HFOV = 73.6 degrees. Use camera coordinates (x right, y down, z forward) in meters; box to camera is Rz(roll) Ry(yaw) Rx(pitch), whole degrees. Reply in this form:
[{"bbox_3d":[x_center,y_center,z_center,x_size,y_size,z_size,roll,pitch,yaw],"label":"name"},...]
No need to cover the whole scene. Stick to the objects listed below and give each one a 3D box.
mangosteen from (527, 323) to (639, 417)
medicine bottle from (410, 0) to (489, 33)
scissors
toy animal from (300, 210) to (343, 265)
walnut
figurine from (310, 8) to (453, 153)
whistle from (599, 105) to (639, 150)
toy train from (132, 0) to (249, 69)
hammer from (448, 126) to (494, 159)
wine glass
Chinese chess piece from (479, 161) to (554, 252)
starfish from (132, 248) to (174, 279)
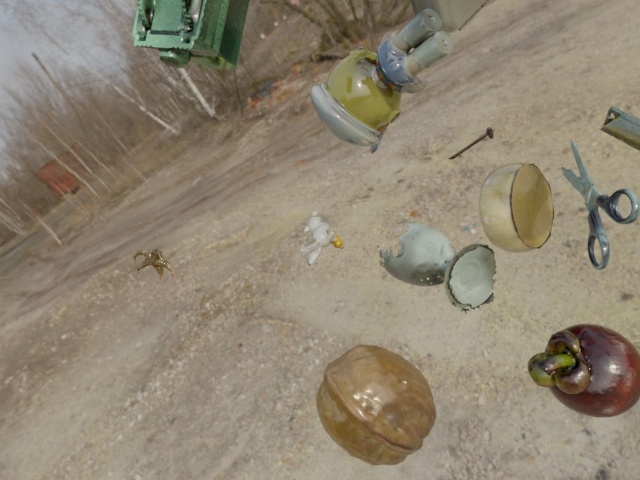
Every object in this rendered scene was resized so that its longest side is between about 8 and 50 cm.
[{"bbox_3d":[0.610,0.302,1.009,0.257,0.215,0.215,7,21,-14],"label":"mangosteen"},{"bbox_3d":[0.353,-0.714,1.092,0.122,0.282,0.375,17,55,43],"label":"medicine bottle"},{"bbox_3d":[0.762,-0.132,1.207,0.029,0.256,0.384,-1,49,6],"label":"scissors"},{"bbox_3d":[0.000,0.000,1.494,0.127,0.131,0.182,-28,37,11],"label":"toy animal"},{"bbox_3d":[0.147,0.456,1.212,0.306,0.344,0.306,-41,24,23],"label":"walnut"},{"bbox_3d":[0.113,-0.373,0.980,0.205,0.224,0.382,-40,-5,-32],"label":"figurine"},{"bbox_3d":[0.797,-0.221,0.999,0.057,0.068,0.327,-17,45,-9],"label":"whistle"},{"bbox_3d":[-0.176,-0.427,0.683,0.138,0.331,0.178,13,3,21],"label":"toy train"},{"bbox_3d":[0.544,-0.341,1.544,0.178,0.065,0.021,-36,60,20],"label":"hammer"},{"bbox_3d":[0.312,0.058,1.194,0.190,0.191,0.357,-40,26,-10],"label":"wine glass"},{"bbox_3d":[0.561,-0.093,1.221,0.104,0.257,0.257,-4,38,52],"label":"Chinese chess piece"},{"bbox_3d":[-0.328,0.046,0.849,0.028,0.091,0.078,-61,-5,-47],"label":"starfish"}]
